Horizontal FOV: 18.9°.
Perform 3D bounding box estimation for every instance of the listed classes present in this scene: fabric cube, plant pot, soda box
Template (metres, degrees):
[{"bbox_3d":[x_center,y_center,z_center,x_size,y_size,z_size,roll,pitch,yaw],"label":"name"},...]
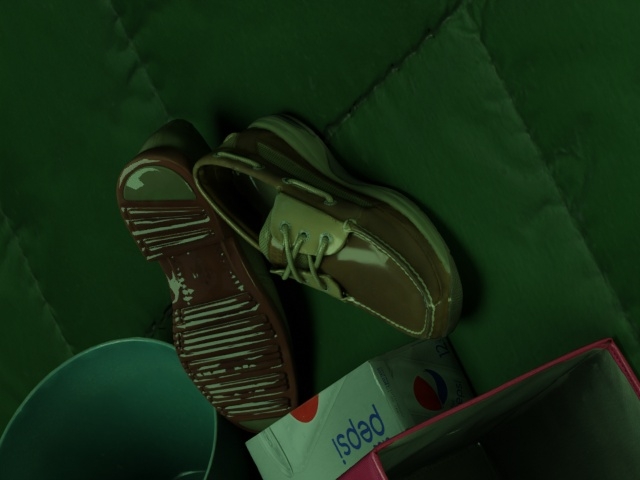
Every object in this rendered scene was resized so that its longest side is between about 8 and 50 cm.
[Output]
[{"bbox_3d":[0.147,0.273,1.555,0.259,0.254,0.258,61,147,13],"label":"fabric cube"},{"bbox_3d":[-0.190,0.279,2.102,0.290,0.290,0.195,35,172,42],"label":"plant pot"},{"bbox_3d":[0.037,0.182,1.825,0.098,0.091,0.286,64,148,8],"label":"soda box"}]

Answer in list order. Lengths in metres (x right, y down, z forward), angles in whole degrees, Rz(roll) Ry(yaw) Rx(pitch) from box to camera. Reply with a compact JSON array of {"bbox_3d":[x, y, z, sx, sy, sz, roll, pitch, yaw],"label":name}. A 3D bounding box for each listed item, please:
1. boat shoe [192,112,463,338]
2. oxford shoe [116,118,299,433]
[{"bbox_3d":[0.000,0.000,1.748,0.324,0.116,0.123,37,137,41],"label":"boat shoe"},{"bbox_3d":[-0.091,0.036,1.946,0.123,0.130,0.348,-8,119,19],"label":"oxford shoe"}]
